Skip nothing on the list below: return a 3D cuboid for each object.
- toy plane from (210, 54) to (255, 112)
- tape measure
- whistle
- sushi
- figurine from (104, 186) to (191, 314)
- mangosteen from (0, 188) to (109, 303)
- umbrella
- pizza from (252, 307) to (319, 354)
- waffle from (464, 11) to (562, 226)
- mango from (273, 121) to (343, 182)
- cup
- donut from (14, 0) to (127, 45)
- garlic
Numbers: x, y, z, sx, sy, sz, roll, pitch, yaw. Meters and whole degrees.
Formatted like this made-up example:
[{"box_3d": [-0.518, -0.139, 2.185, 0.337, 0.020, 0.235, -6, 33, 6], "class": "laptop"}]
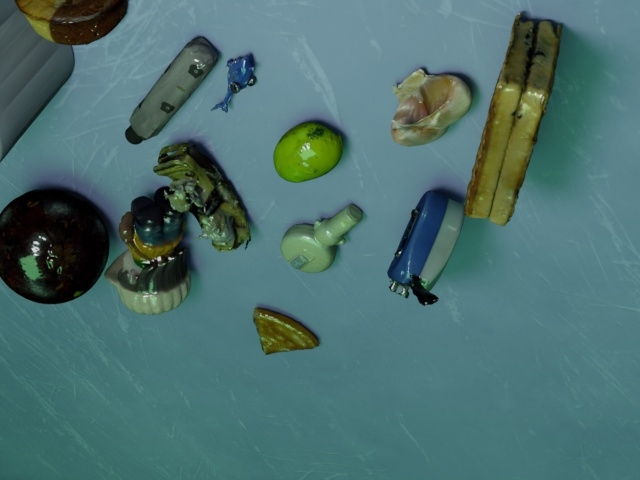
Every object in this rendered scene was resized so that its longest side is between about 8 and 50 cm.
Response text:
[{"box_3d": [-0.170, -0.304, 1.871, 0.062, 0.054, 0.167, 47, 140, 11], "class": "toy plane"}, {"box_3d": [0.206, 0.013, 1.835, 0.097, 0.215, 0.351, 23, 179, -3], "class": "tape measure"}, {"box_3d": [0.000, 0.000, 2.104, 0.126, 0.067, 0.258, 36, 136, -16], "class": "whistle"}, {"box_3d": [-0.264, -0.084, 2.092, 0.139, 0.131, 0.291, -7, 139, 29], "class": "sushi"}, {"box_3d": [-0.382, 0.044, 2.245, 0.205, 0.185, 0.332, 57, 147, 15], "class": "figurine"}, {"box_3d": [-0.643, 0.012, 2.278, 0.287, 0.288, 0.288, 13, 139, 12], "class": "mangosteen"}, {"box_3d": [-0.309, -0.288, 1.934, 0.337, 0.067, 0.073, -38, 80, 46], "class": "umbrella"}, {"box_3d": [-0.096, 0.246, 2.439, 0.184, 0.036, 0.176, 21, 142, 0], "class": "pizza"}, {"box_3d": [0.323, -0.196, 1.622, 0.091, 0.213, 0.308, 15, 138, 7], "class": "waffle"}, {"box_3d": [-0.032, -0.167, 1.912, 0.119, 0.100, 0.178, 34, 147, -15], "class": "mango"}, {"box_3d": [-0.704, -0.311, 1.896, 0.322, 0.327, 0.237, 15, 139, 12], "class": "cup"}, {"box_3d": [-0.481, -0.433, 1.820, 0.217, 0.141, 0.085, 18, 147, 13], "class": "donut"}, {"box_3d": [0.195, -0.234, 1.738, 0.124, 0.099, 0.174, 29, 141, -30], "class": "garlic"}]
